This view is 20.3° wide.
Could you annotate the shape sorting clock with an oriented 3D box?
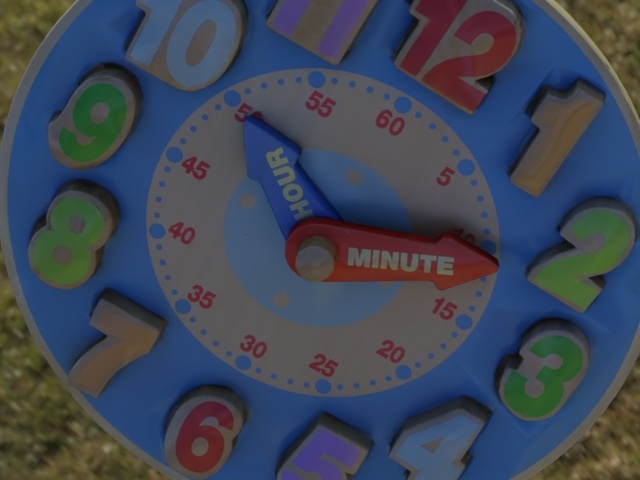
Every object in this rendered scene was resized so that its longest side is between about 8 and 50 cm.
[{"bbox_3d":[0.000,0.000,0.546,0.206,0.206,0.040,-21,16,15],"label":"shape sorting clock"}]
